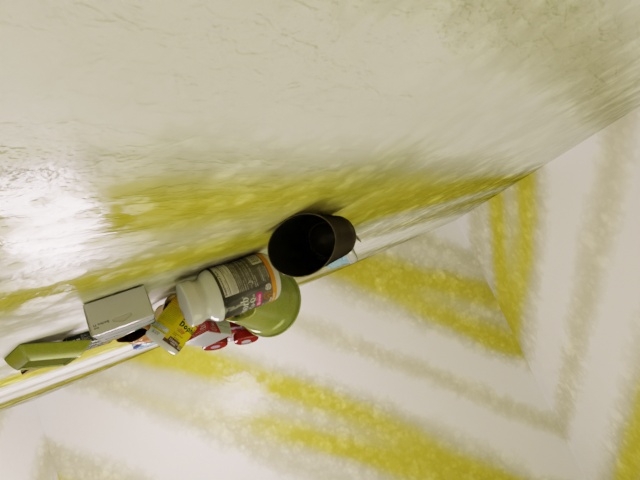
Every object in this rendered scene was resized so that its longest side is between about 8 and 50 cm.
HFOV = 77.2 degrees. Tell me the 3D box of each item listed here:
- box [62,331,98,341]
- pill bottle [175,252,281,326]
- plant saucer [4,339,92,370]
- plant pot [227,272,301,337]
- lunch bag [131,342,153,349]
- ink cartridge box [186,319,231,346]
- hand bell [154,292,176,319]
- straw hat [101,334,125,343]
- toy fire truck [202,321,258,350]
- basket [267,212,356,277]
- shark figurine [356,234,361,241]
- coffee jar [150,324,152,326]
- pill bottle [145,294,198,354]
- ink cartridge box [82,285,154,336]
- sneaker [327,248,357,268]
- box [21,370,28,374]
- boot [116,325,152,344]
[{"bbox_3d":[-0.820,0.356,1.423,0.191,0.045,0.184,-12,164,-48],"label":"box"},{"bbox_3d":[-0.272,0.147,1.201,0.279,0.162,0.162,-19,170,-32],"label":"pill bottle"},{"bbox_3d":[-0.829,0.354,1.223,0.188,0.045,0.189,-30,155,36],"label":"plant saucer"},{"bbox_3d":[-0.245,0.212,1.463,0.276,0.275,0.254,-26,159,13],"label":"plant pot"},{"bbox_3d":[-0.788,0.449,1.927,0.219,0.090,0.176,-13,169,-46],"label":"lunch bag"},{"bbox_3d":[-0.423,0.276,1.453,0.127,0.176,0.128,-29,151,18],"label":"ink cartridge box"},{"bbox_3d":[-0.577,0.262,1.392,0.242,0.126,0.126,-14,177,27],"label":"hand bell"},{"bbox_3d":[-0.665,0.284,1.333,0.145,0.061,0.144,-26,175,-2],"label":"straw hat"},{"bbox_3d":[-0.401,0.381,1.684,0.303,0.169,0.254,-4,150,-24],"label":"toy fire truck"},{"bbox_3d":[0.000,0.000,1.099,0.205,0.154,0.227,-26,175,27],"label":"basket"},{"bbox_3d":[0.020,0.033,1.459,0.278,0.116,0.166,-24,173,13],"label":"shark figurine"},{"bbox_3d":[-0.569,0.292,1.568,0.185,0.079,0.096,-25,168,18],"label":"coffee jar"},{"bbox_3d":[-0.432,0.238,1.258,0.215,0.117,0.117,-56,-174,-24],"label":"pill bottle"},{"bbox_3d":[-0.535,0.202,1.085,0.153,0.086,0.208,-19,171,-27],"label":"ink cartridge box"},{"bbox_3d":[0.056,0.062,1.649,0.150,0.135,0.366,-26,171,-6],"label":"sneaker"},{"bbox_3d":[-1.041,0.468,1.585,0.165,0.021,0.201,-29,169,33],"label":"box"},{"bbox_3d":[-0.684,0.376,1.701,0.295,0.104,0.211,-19,171,-5],"label":"boot"}]
